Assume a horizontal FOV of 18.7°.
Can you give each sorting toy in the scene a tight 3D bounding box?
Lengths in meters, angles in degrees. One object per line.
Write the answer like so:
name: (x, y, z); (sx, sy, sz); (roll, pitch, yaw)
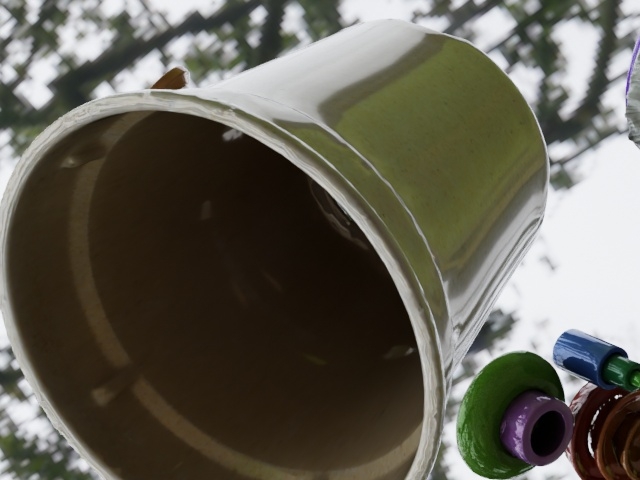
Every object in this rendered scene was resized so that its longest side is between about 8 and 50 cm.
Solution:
sorting toy: (0.102, 0.068, 0.735); (0.102, 0.042, 0.061); (7, -80, -39)

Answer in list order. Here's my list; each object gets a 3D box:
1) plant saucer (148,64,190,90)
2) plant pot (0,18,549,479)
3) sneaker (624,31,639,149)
plant saucer: (-0.117, -0.085, 1.351); (0.013, 0.083, 0.083); (38, -135, 5)
plant pot: (0.000, 0.000, 1.343); (0.334, 0.334, 0.305); (53, -140, -3)
sneaker: (0.253, -0.175, 1.031); (0.102, 0.293, 0.146); (25, -164, 1)
